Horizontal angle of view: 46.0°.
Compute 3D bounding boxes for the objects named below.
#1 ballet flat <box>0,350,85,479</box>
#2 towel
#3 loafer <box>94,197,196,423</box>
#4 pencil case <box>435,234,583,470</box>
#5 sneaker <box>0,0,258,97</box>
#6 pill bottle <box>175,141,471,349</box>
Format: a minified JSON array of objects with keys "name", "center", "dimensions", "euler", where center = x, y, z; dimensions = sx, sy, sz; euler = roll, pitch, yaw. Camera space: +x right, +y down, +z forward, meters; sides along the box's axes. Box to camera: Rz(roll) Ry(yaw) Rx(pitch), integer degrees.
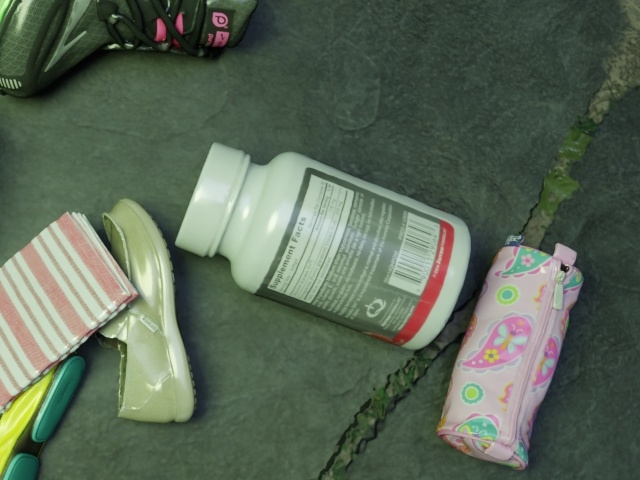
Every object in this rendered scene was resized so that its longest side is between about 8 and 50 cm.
[{"name":"ballet flat","center":[-0.332,0.216,0.808],"dimensions":[0.077,0.077,0.231],"euler":[14,67,11]},{"name":"towel","center":[-0.304,0.075,0.819],"dimensions":[0.197,0.029,0.144],"euler":[-41,61,-2]},{"name":"loafer","center":[-0.212,0.082,0.856],"dimensions":[0.092,0.102,0.268],"euler":[-12,79,-24]},{"name":"pencil case","center":[0.244,0.140,0.959],"dimensions":[0.124,0.124,0.284],"euler":[28,70,-7]},{"name":"sneaker","center":[-0.192,-0.314,0.931],"dimensions":[0.483,0.185,0.202],"euler":[-38,83,-20]},{"name":"pill bottle","center":[0.000,0.000,0.898],"dimensions":[0.318,0.176,0.176],"euler":[21,70,-9]}]
